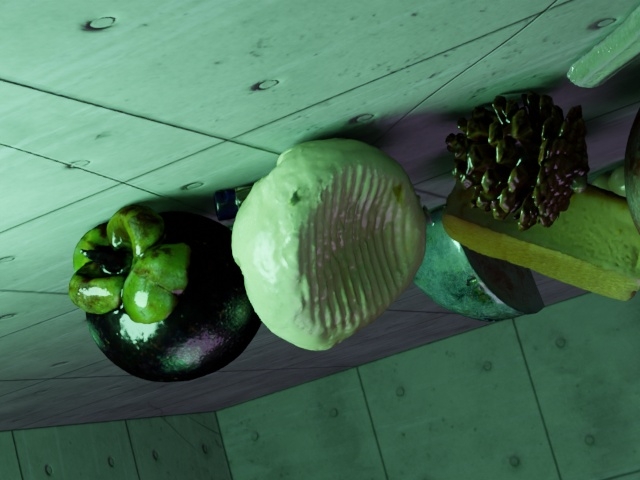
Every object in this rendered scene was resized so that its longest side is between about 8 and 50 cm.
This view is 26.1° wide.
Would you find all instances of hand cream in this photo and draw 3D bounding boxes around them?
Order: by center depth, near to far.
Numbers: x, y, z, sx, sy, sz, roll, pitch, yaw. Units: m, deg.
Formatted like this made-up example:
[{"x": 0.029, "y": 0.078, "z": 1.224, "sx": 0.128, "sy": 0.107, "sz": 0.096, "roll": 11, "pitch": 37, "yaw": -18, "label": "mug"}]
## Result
[{"x": -0.047, "y": -0.059, "z": 1.647, "sx": 0.163, "sy": 0.039, "sz": 0.062, "roll": -16, "pitch": 153, "yaw": -9, "label": "hand cream"}]

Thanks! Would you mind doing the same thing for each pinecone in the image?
[{"x": 0.223, "y": -0.092, "z": 1.559, "sx": 0.174, "sy": 0.173, "sz": 0.173, "roll": -15, "pitch": 169, "yaw": -3, "label": "pinecone"}]

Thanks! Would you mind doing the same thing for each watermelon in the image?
[{"x": 0.230, "y": 0.061, "z": 2.219, "sx": 0.175, "sy": 0.188, "sz": 0.322, "roll": -27, "pitch": 159, "yaw": 30, "label": "watermelon"}]

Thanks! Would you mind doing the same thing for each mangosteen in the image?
[{"x": -0.182, "y": 0.058, "z": 1.630, "sx": 0.243, "sy": 0.242, "sz": 0.243, "roll": -15, "pitch": 169, "yaw": -3, "label": "mangosteen"}]

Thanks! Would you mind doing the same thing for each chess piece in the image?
[{"x": 0.445, "y": -0.063, "z": 2.165, "sx": 0.094, "sy": 0.094, "sz": 0.170, "roll": -4, "pitch": 161, "yaw": -45, "label": "chess piece"}]

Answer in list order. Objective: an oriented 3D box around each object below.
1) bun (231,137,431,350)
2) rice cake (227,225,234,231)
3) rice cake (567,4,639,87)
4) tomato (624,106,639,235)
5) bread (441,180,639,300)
[{"x": 0.000, "y": 0.000, "z": 1.575, "sx": 0.259, "sy": 0.259, "sz": 0.160, "roll": -5, "pitch": -163, "yaw": -44, "label": "bun"}, {"x": -0.163, "y": 0.018, "z": 1.856, "sx": 0.226, "sy": 0.040, "sz": 0.085, "roll": -15, "pitch": 170, "yaw": -5, "label": "rice cake"}, {"x": 0.315, "y": -0.203, "z": 1.422, "sx": 0.047, "sy": 0.036, "sz": 0.206, "roll": 0, "pitch": 166, "yaw": -14, "label": "rice cake"}, {"x": 0.512, "y": -0.085, "z": 1.612, "sx": 0.317, "sy": 0.282, "sz": 0.316, "roll": -9, "pitch": -179, "yaw": 0, "label": "tomato"}, {"x": 0.304, "y": -0.018, "z": 1.811, "sx": 0.275, "sy": 0.114, "sz": 0.185, "roll": 21, "pitch": 173, "yaw": 10, "label": "bread"}]
